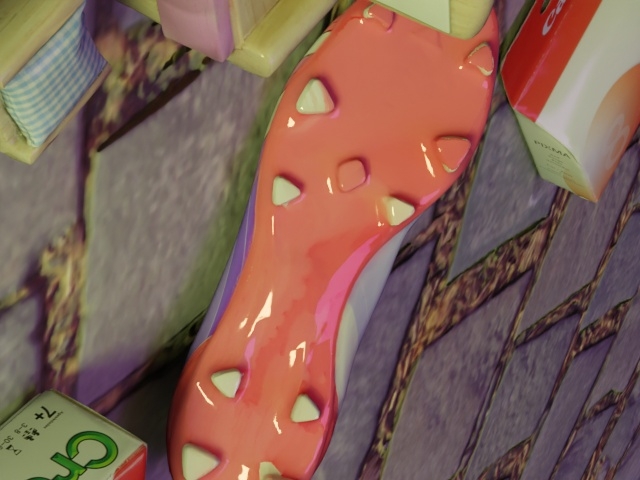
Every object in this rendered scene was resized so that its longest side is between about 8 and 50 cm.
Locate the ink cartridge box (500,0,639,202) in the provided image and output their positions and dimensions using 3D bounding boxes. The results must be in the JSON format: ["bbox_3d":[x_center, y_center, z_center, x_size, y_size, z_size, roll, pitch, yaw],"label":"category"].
[{"bbox_3d":[0.162,-0.116,1.041,0.145,0.045,0.179,-60,161,-9],"label":"ink cartridge box"}]

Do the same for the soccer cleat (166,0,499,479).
[{"bbox_3d":[0.000,0.000,0.778,0.095,0.083,0.248,-165,-83,-82],"label":"soccer cleat"}]

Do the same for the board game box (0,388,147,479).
[{"bbox_3d":[-0.173,0.209,0.629,0.305,0.053,0.193,-43,151,-42],"label":"board game box"}]

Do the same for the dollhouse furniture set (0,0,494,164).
[{"bbox_3d":[-0.057,-0.045,0.403,0.303,0.198,0.286,-52,156,-27],"label":"dollhouse furniture set"}]
